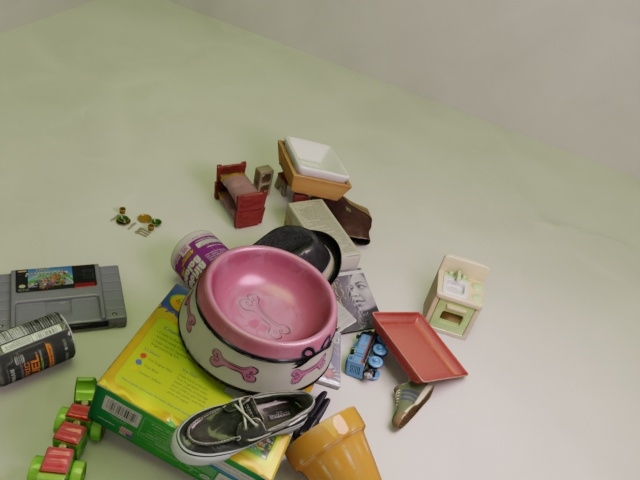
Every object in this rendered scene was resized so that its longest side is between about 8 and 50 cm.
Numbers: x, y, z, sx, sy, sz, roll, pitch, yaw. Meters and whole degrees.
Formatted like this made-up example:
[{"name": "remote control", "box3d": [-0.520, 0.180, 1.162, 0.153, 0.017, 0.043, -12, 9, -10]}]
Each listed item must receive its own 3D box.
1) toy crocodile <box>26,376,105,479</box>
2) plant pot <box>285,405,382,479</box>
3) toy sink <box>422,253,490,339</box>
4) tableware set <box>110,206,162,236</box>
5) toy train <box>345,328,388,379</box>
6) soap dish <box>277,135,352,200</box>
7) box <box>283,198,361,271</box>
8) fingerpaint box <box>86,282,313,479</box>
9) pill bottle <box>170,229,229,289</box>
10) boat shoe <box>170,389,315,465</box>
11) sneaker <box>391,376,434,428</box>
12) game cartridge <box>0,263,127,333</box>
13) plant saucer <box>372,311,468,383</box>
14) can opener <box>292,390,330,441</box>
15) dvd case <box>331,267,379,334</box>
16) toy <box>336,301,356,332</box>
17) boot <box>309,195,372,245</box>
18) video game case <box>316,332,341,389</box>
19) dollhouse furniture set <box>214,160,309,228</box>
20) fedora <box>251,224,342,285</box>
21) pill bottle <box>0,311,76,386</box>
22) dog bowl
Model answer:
[{"name": "toy crocodile", "box3d": [-0.577, 0.466, 1.447, 0.115, 0.105, 0.340, 12, 39, -3]}, {"name": "plant pot", "box3d": [0.047, 0.534, 1.513, 0.205, 0.205, 0.188, -19, 64, -35]}, {"name": "toy sink", "box3d": [0.432, 0.184, 2.017, 0.153, 0.234, 0.131, 17, 38, 2]}, {"name": "tableware set", "box3d": [-0.626, -0.072, 2.155, 0.154, 0.024, 0.104, 24, 39, 12]}, {"name": "toy train", "box3d": [0.142, 0.332, 1.870, 0.105, 0.080, 0.184, 16, 38, 11]}, {"name": "soap dish", "box3d": [-0.033, -0.268, 2.354, 0.229, 0.118, 0.291, 10, 31, -23]}, {"name": "box", "box3d": [0.000, 0.000, 2.191, 0.148, 0.121, 0.311, -8, 44, -26]}, {"name": "fingerpaint box", "box3d": [-0.271, 0.370, 1.562, 0.445, 0.163, 0.371, 29, 39, -2]}, {"name": "pill bottle", "box3d": [-0.308, 0.116, 1.912, 0.169, 0.169, 0.301, -23, 51, -38]}, {"name": "boat shoe", "box3d": [-0.163, 0.387, 1.388, 0.335, 0.119, 0.121, -9, 54, -38]}, {"name": "sneaker", "box3d": [0.236, 0.448, 1.775, 0.086, 0.064, 0.192, 29, 39, 28]}, {"name": "game cartridge", "box3d": [-0.748, 0.167, 1.799, 0.355, 0.068, 0.230, -4, 46, -23]}, {"name": "plant saucer", "box3d": [0.287, 0.322, 1.880, 0.259, 0.047, 0.258, 6, 39, -48]}, {"name": "can opener", "box3d": [-0.019, 0.469, 1.671, 0.073, 0.059, 0.186, 0, 21, 25]}, {"name": "dvd case", "box3d": [0.096, 0.191, 2.031, 0.165, 0.018, 0.221, -7, 57, -25]}, {"name": "toy", "box3d": [-0.009, 0.225, 1.958, 0.137, 0.056, 0.237, -29, 47, -19]}, {"name": "boot", "box3d": [0.074, -0.083, 2.341, 0.248, 0.090, 0.207, 15, 36, -6]}, {"name": "video game case", "box3d": [-0.039, 0.286, 1.652, 0.201, 0.023, 0.183, 21, 37, -14]}, {"name": "dollhouse furniture set", "box3d": [-0.187, -0.191, 2.339, 0.374, 0.152, 0.201, -14, 47, -31]}, {"name": "fedora", "box3d": [-0.106, 0.051, 1.975, 0.334, 0.152, 0.334, -9, 50, 11]}, {"name": "pill bottle", "box3d": [-0.760, 0.283, 1.593, 0.246, 0.130, 0.130, -22, 51, -37]}, {"name": "dog bowl", "box3d": [-0.138, 0.176, 1.577, 0.408, 0.150, 0.408, 15, 37, -12]}]
